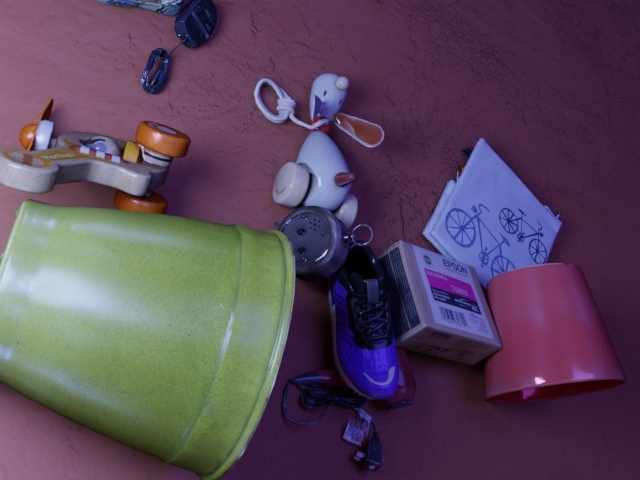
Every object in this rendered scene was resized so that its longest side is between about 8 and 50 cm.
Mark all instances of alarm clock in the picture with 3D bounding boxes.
[{"bbox_3d":[0.000,0.000,1.514,0.064,0.192,0.129,45,41,-61],"label":"alarm clock"}]

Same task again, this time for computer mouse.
[{"bbox_3d":[-0.259,-0.353,1.545,0.242,0.041,0.071,-60,139,-32],"label":"computer mouse"}]

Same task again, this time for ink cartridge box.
[{"bbox_3d":[0.224,0.122,1.656,0.235,0.088,0.193,18,47,-40],"label":"ink cartridge box"}]

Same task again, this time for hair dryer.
[{"bbox_3d":[0.075,0.240,1.542,0.223,0.080,0.293,39,50,-17],"label":"hair dryer"}]

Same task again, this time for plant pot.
[{"bbox_3d":[0.452,0.188,1.738,0.275,0.275,0.243,8,67,-36],"label":"plant pot"},{"bbox_3d":[-0.269,0.106,1.173,0.353,0.366,0.366,19,61,-19],"label":"plant pot"}]

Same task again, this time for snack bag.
[{"bbox_3d":[0.394,-0.028,1.929,0.323,0.037,0.342,43,53,-18],"label":"snack bag"}]

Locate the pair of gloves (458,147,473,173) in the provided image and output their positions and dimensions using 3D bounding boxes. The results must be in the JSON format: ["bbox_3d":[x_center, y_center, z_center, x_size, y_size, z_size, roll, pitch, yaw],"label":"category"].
[{"bbox_3d":[0.347,-0.170,1.967,0.074,0.010,0.083,28,57,-27],"label":"pair of gloves"}]

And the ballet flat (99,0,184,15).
[{"bbox_3d":[-0.322,-0.444,1.508,0.188,0.070,0.070,-1,73,-39],"label":"ballet flat"}]

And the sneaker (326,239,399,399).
[{"bbox_3d":[0.077,0.127,1.500,0.102,0.146,0.293,-3,56,-17],"label":"sneaker"}]

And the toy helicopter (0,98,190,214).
[{"bbox_3d":[-0.360,-0.121,1.239,0.235,0.140,0.355,25,14,10],"label":"toy helicopter"}]

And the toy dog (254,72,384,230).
[{"bbox_3d":[0.019,-0.185,1.612,0.220,0.161,0.333,1,73,-39],"label":"toy dog"}]
